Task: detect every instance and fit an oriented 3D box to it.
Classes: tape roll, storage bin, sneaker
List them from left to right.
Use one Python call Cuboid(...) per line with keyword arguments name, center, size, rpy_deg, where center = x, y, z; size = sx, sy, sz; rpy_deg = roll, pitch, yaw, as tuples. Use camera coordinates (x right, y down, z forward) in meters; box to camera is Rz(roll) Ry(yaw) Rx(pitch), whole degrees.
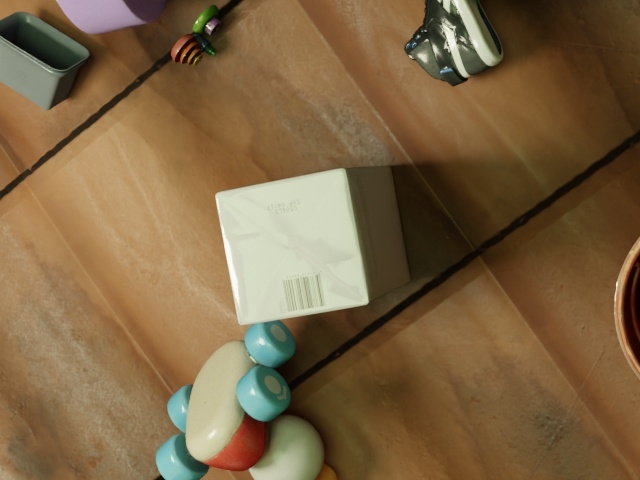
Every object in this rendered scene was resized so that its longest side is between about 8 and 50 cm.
Cuboid(name="storage bin", center=(-0.420, -0.264, 1.983), size=(0.135, 0.098, 0.091), rpy_deg=(33, 129, 9))
Cuboid(name="tape roll", center=(-0.302, -0.427, 1.836), size=(0.090, 0.275, 0.274), rpy_deg=(-10, 92, 14))
Cuboid(name="sneaker", center=(0.154, -0.316, 1.831), size=(0.121, 0.079, 0.216), rpy_deg=(-28, 77, 29))

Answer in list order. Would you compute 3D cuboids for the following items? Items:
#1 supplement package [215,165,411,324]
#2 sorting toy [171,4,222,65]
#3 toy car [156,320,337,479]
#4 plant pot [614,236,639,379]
Cuboid(name="supplement package", center=(0.000, 0.000, 1.785), size=(0.178, 0.293, 0.175), rpy_deg=(-11, 91, 15))
Cuboid(name="sorting toy", center=(-0.170, -0.288, 1.926), size=(0.042, 0.061, 0.102), rpy_deg=(40, 84, 7))
Cuboid(name="toy car", center=(-0.071, 0.275, 1.911), size=(0.238, 0.210, 0.219), rpy_deg=(38, 119, -21))
Cuboid(name="plant pot", center=(0.511, 0.071, 1.675), size=(0.272, 0.265, 0.272), rpy_deg=(1, 95, 14))
